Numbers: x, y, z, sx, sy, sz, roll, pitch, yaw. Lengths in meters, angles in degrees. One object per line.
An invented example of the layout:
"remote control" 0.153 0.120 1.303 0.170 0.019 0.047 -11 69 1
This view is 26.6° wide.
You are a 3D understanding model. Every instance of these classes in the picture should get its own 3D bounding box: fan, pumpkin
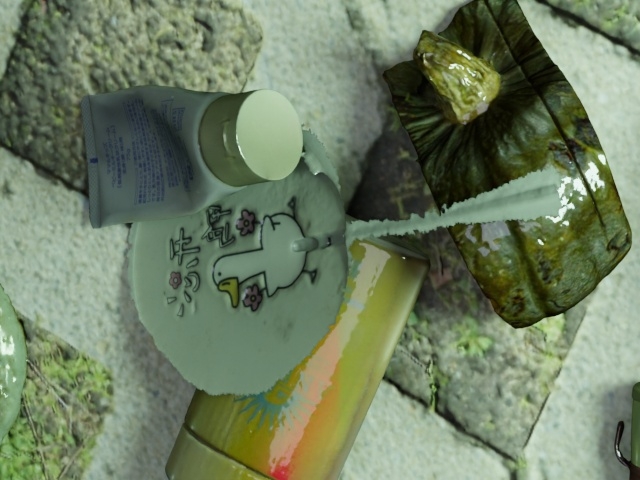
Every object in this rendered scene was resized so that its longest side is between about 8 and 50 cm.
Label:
"fan" 0.000 0.000 1.029 0.415 0.012 0.233 -7 82 37
"pumpkin" 0.140 -0.064 1.007 0.131 0.126 0.248 -30 85 12

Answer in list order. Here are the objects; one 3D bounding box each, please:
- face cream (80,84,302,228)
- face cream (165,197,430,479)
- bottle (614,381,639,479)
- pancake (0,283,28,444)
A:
"face cream" -0.117 -0.074 1.083 0.224 0.070 0.114 -5 89 44
"face cream" -0.027 0.115 1.090 0.139 0.067 0.285 25 99 18
"bottle" 0.256 0.159 1.034 0.063 0.047 0.101 14 104 51
"pancake" -0.381 0.099 1.197 0.254 0.037 0.253 1 94 14
